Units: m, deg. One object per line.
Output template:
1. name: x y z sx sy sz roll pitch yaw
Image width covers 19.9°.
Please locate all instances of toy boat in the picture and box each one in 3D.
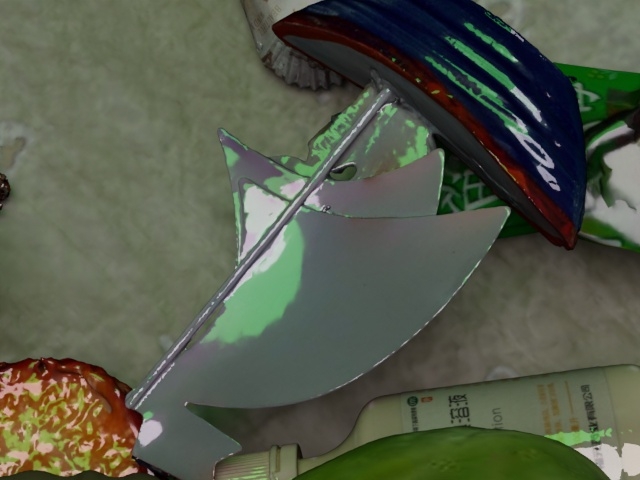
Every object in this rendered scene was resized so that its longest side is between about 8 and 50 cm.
1. toy boat: 0.029 -0.003 0.997 0.219 0.072 0.318 12 70 21

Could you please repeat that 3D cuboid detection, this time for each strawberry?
1. strawberry: -0.155 0.135 1.038 0.145 0.086 0.145 -1 78 3

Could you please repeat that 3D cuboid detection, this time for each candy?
1. candy: 0.137 -0.049 1.065 0.203 0.078 0.141 5 66 20

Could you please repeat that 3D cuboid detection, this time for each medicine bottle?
1. medicine bottle: 0.066 0.137 1.005 0.252 0.114 0.114 -7 76 4

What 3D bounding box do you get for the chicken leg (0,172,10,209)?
1. chicken leg: -0.229 -0.037 1.120 0.083 0.021 0.036 17 88 13

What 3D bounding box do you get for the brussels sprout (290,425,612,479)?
1. brussels sprout: 0.063 0.243 0.831 0.328 0.247 0.328 0 76 -1

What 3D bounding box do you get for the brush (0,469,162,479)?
1. brush: -0.202 0.160 0.959 0.301 0.084 0.071 -1 75 7

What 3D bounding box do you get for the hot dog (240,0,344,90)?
1. hot dog: -0.013 -0.187 1.118 0.108 0.059 0.191 -27 79 12
